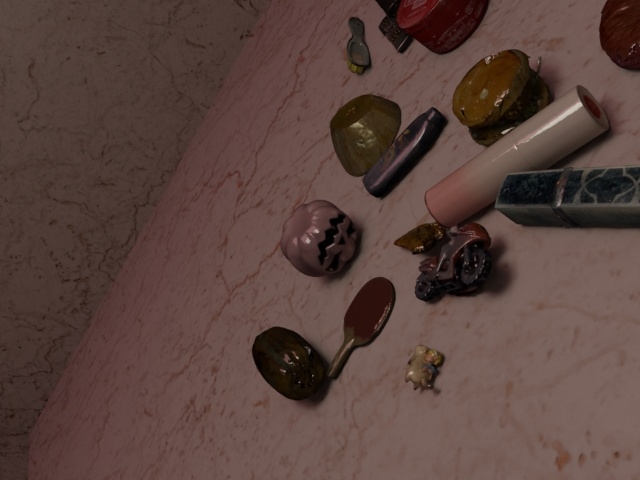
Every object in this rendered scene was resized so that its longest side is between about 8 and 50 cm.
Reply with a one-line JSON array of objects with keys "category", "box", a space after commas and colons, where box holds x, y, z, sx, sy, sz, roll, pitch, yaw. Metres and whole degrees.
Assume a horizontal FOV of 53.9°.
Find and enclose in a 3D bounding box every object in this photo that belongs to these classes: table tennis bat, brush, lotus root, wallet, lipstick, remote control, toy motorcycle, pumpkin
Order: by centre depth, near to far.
[{"category": "lipstick", "box": [0.396, -0.064, 0.931, 0.289, 0.076, 0.078, 5, 68, 57]}, {"category": "lipstick", "box": [0.328, -0.135, 1.093, 0.326, 0.087, 0.087, -36, 37, 39]}, {"category": "toy motorcycle", "box": [0.235, 0.039, 1.107, 0.212, 0.084, 0.118, -32, 40, 62]}, {"category": "table tennis bat", "box": [0.078, 0.181, 1.302, 0.235, 0.022, 0.131, -60, 29, 1]}, {"category": "lotus root", "box": [-0.072, 0.264, 1.371, 0.124, 0.123, 0.241, -38, 22, -12]}, {"category": "pumpkin", "box": [0.096, -0.284, 1.597, 0.217, 0.110, 0.217, -42, 28, 29]}, {"category": "remote control", "box": [0.206, -0.577, 1.746, 0.059, 0.028, 0.212, -52, 29, 24]}, {"category": "wallet", "box": [0.217, -0.769, 1.859, 0.165, 0.042, 0.310, -45, 31, 21]}, {"category": "brush", "box": [0.104, -0.579, 1.893, 0.297, 0.068, 0.060, -88, 16, -46]}]

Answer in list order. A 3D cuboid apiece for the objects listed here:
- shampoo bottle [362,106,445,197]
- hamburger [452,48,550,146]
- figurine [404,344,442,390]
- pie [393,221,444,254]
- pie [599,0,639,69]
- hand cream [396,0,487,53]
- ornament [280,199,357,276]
[{"category": "shampoo bottle", "box": [0.187, -0.199, 1.420, 0.234, 0.049, 0.087, -47, 34, 25]}, {"category": "hamburger", "box": [0.343, -0.265, 1.172, 0.185, 0.113, 0.177, -41, 28, 20]}, {"category": "figurine", "box": [0.182, 0.217, 1.081, 0.050, 0.047, 0.083, -6, 52, 40]}, {"category": "pie", "box": [0.195, -0.005, 1.224, 0.092, 0.034, 0.170, -35, 10, 2]}, {"category": "pie", "box": [0.536, -0.369, 0.989, 0.204, 0.054, 0.219, -28, 43, 46]}, {"category": "hand cream", "box": [0.286, -0.550, 1.486, 0.193, 0.125, 0.193, -38, 37, 35]}, {"category": "ornament", "box": [0.000, 0.000, 1.460, 0.177, 0.177, 0.178, -39, 36, 36]}]
